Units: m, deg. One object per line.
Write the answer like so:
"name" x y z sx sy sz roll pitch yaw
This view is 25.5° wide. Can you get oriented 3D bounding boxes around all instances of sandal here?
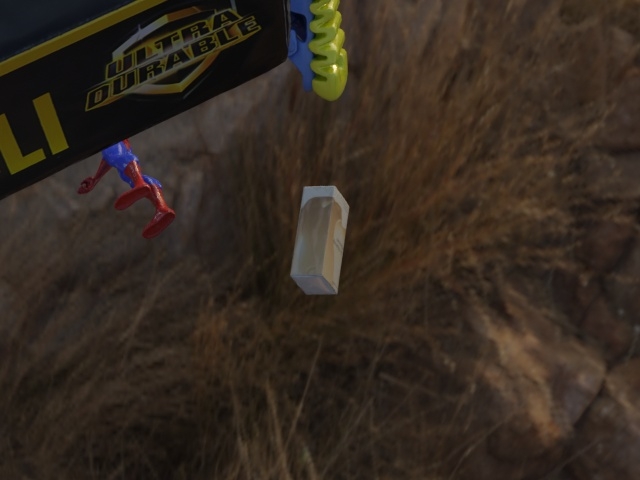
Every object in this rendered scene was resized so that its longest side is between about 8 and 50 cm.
"sandal" -0.042 -0.346 1.981 0.138 0.317 0.126 2 24 12

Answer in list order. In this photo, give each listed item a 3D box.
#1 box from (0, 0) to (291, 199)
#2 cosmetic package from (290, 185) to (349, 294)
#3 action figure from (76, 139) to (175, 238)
"box" -0.208 -0.108 0.498 0.322 0.079 0.257 -26 66 -12
"cosmetic package" 0.000 0.000 1.636 0.041 0.060 0.115 -1 67 20
"action figure" -0.286 -0.093 1.783 0.139 0.091 0.280 -33 41 5
